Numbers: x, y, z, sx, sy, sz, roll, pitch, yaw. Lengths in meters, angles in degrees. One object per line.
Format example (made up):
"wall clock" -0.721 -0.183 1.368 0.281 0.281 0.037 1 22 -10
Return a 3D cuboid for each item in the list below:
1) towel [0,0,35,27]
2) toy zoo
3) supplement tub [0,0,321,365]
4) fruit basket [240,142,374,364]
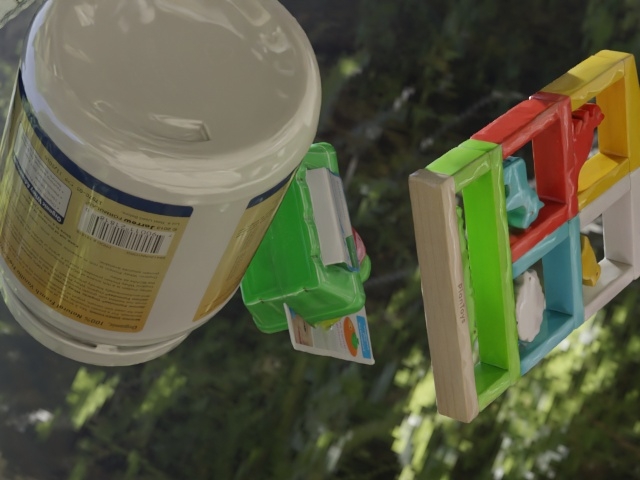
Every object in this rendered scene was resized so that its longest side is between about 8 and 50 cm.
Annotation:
"towel" -0.458 -0.272 1.477 0.324 0.312 0.056 -35 -10 17
"toy zoo" 0.174 -0.018 1.133 0.293 0.030 0.192 -34 -54 -40
"supplement tub" -0.147 -0.054 1.238 0.228 0.228 0.316 -47 -8 -37
"fruit basket" 0.000 0.000 2.070 0.353 0.165 0.327 16 -119 -64
